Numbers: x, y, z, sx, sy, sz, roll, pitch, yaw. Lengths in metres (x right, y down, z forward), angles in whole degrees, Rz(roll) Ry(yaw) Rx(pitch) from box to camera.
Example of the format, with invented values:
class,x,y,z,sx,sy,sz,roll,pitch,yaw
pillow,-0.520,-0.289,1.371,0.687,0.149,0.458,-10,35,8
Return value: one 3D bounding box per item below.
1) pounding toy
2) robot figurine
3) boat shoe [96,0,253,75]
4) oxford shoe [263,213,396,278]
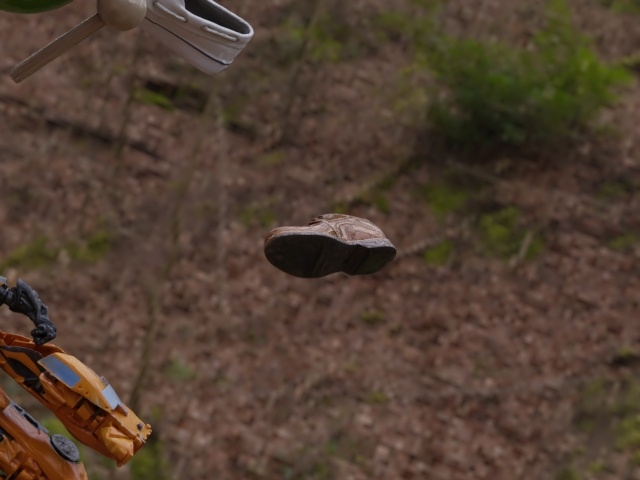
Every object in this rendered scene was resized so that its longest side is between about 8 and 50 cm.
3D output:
class,x,y,z,sx,sy,sz,roll,pitch,yaw
pounding toy,-0.298,-0.298,1.786,0.237,0.183,0.110,64,5,-6
robot figurine,-0.341,0.170,1.934,0.291,0.211,0.085,41,16,-5
boat shoe,-0.200,-0.311,2.234,0.267,0.088,0.096,36,27,-27
oxford shoe,0.000,0.000,2.257,0.212,0.076,0.076,4,45,-46
